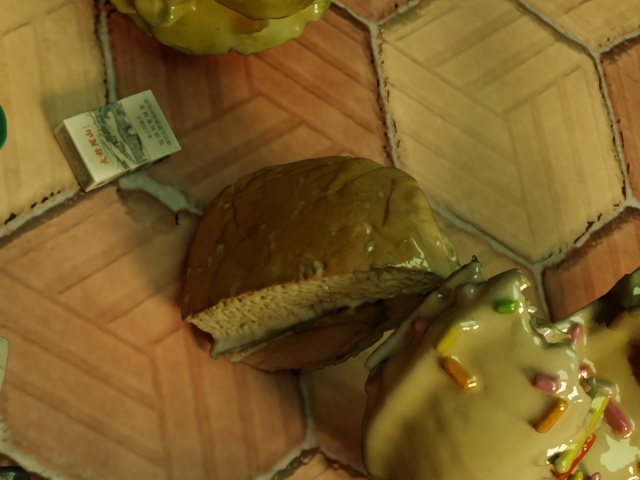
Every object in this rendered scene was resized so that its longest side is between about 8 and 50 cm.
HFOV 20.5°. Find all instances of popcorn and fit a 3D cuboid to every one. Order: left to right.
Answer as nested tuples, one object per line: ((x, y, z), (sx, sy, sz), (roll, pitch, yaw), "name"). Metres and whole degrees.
((-0.070, -0.265, 1.325), (0.206, 0.251, 0.237), (-25, 82, -32), "popcorn")

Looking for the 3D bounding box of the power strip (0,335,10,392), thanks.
((-0.342, 0.052, 1.108), (0.288, 0.093, 0.053), (20, 64, -25), "power strip")

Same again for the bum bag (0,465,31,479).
((-0.212, 0.267, 1.122), (0.123, 0.060, 0.248), (-12, 78, -37), "bum bag")

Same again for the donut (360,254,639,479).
((0.195, 0.113, 1.296), (0.371, 0.307, 0.150), (-13, 58, -35), "donut")

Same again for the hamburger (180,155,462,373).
((0.000, 0.000, 1.281), (0.135, 0.208, 0.155), (15, 68, -31), "hamburger")

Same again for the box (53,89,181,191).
((-0.152, -0.076, 1.329), (0.083, 0.024, 0.054), (-25, 86, -37), "box")

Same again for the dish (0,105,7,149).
((-0.337, -0.080, 1.176), (0.246, 0.078, 0.224), (8, 66, -31), "dish")
